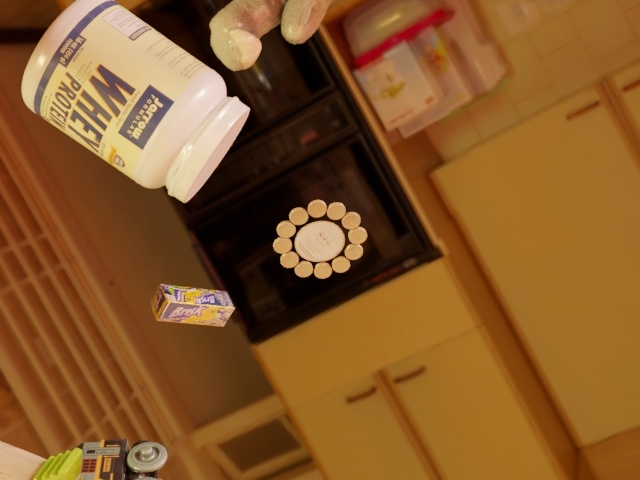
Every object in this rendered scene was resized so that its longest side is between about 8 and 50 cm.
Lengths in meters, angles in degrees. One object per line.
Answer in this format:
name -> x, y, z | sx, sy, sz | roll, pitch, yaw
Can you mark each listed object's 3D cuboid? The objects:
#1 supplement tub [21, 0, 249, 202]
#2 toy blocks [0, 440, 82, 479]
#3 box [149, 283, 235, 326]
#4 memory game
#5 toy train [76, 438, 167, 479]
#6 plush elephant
supplement tub -> -0.308, -0.236, 1.491 | 0.235, 0.324, 0.235 | -55, -177, 4
toy blocks -> -0.504, 0.422, 1.296 | 0.191, 0.260, 0.381 | -61, 169, -55
box -> -0.269, 0.137, 1.847 | 0.169, 0.054, 0.059 | 11, 124, -39
memory game -> 0.000, 0.000, 1.717 | 0.186, 0.186, 0.012 | -28, -145, 11
toy train -> -0.381, 0.503, 1.628 | 0.190, 0.142, 0.334 | -1, -148, -6
plush elephant -> -0.007, -0.391, 1.047 | 0.330, 0.272, 0.255 | -31, -167, -37
